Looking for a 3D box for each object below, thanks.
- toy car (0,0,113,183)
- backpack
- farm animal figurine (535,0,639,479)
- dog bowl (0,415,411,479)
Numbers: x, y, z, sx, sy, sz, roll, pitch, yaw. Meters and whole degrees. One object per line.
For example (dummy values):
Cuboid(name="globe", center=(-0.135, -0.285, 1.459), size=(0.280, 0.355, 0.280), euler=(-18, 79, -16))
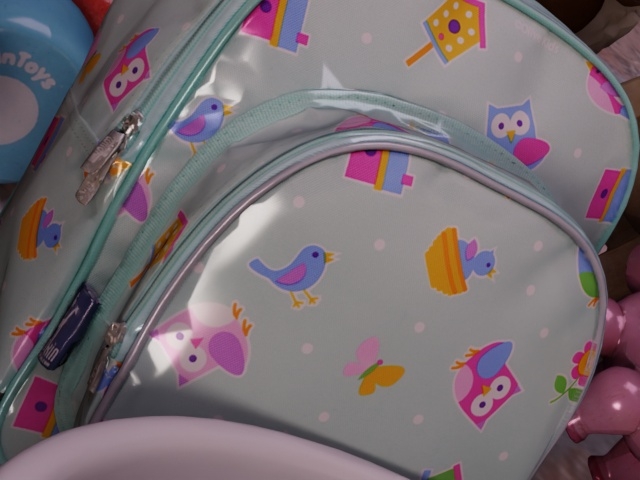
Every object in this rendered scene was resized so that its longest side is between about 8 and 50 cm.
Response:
Cuboid(name="toy car", center=(-0.038, -0.148, 0.695), size=(0.210, 0.238, 0.219), euler=(25, 29, -24))
Cuboid(name="backpack", center=(0.000, 0.000, 0.518), size=(0.166, 0.188, 0.144), euler=(23, 5, -27))
Cuboid(name="farm animal figurine", center=(0.172, -0.012, 0.730), size=(0.327, 0.172, 0.330), euler=(-34, 101, -79))
Cuboid(name="dog bowl", center=(0.013, 0.162, 0.369), size=(0.265, 0.104, 0.265), euler=(31, 19, -12))
